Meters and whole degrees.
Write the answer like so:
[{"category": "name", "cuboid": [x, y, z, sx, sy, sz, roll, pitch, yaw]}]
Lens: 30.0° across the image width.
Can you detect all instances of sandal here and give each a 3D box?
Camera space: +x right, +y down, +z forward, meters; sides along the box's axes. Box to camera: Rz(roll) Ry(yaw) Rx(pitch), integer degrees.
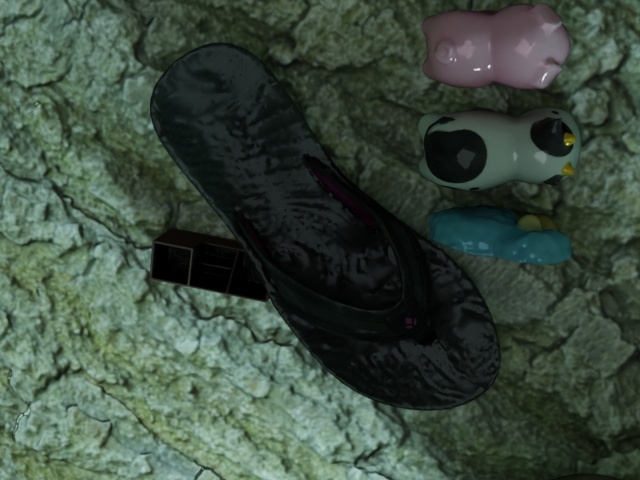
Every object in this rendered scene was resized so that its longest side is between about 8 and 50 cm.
[{"category": "sandal", "cuboid": [-0.003, 0.001, 1.155, 0.167, 0.107, 0.446, -43, 91, 2]}]

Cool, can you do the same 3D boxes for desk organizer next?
[{"category": "desk organizer", "cuboid": [-0.107, 0.025, 1.234, 0.130, 0.050, 0.047, 11, 106, 10]}]

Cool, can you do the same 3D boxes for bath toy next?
[{"category": "bath toy", "cuboid": [0.167, -0.156, 1.084, 0.151, 0.129, 0.348, -10, 105, -19]}]

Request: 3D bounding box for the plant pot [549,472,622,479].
[{"category": "plant pot", "cuboid": [0.254, 0.363, 1.115, 0.323, 0.280, 0.323, 3, 104, 13]}]
